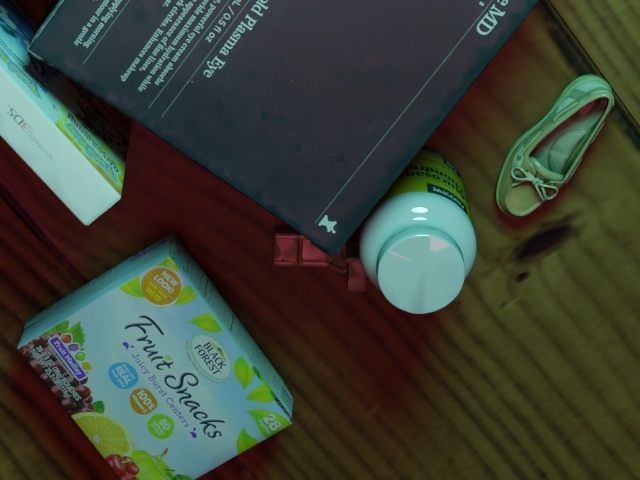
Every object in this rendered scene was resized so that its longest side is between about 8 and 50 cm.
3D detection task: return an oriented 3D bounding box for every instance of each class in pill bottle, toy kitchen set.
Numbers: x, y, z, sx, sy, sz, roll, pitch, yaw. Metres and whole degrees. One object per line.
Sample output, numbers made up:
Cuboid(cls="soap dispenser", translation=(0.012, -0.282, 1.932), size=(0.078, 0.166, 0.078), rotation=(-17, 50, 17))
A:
Cuboid(cls="pill bottle", translation=(0.084, -0.007, 1.715), size=(0.103, 0.184, 0.103), rotation=(0, 113, -1))
Cuboid(cls="toy kitchen set", translation=(0.000, 0.000, 1.776), size=(0.083, 0.075, 0.068), rotation=(2, 111, -2))

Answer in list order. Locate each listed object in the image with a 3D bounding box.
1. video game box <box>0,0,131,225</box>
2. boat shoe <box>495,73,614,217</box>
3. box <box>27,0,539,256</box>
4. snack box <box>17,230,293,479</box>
Cuboid(cls="video game box", translation=(-0.246, -0.128, 1.660), size=(0.048, 0.187, 0.205), rotation=(-37, 109, 14))
Cuboid(cls="boat shoe", translation=(0.212, -0.080, 1.759), size=(0.056, 0.048, 0.153), rotation=(35, 108, -14))
Cuboid(cls="box", translation=(-0.014, -0.224, 1.627), size=(0.312, 0.179, 0.343), rotation=(35, 108, -12))
Cuboid(cls="snack box", translation=(-0.152, 0.123, 1.828), size=(0.174, 0.070, 0.207), rotation=(-30, 111, 12))
